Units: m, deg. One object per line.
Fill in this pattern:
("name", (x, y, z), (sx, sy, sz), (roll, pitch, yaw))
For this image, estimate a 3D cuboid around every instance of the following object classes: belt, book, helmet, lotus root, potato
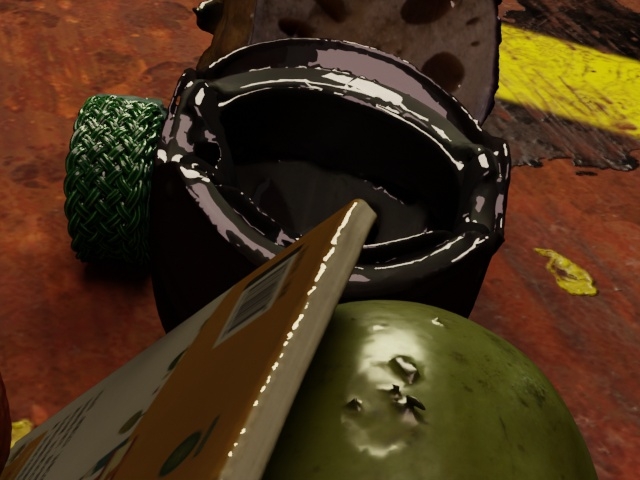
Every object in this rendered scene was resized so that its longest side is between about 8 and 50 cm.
("belt", (-0.138, -0.048, 0.892), (0.079, 0.121, 0.151), (3, 29, -1))
("book", (-0.105, 0.106, 0.561), (0.020, 0.295, 0.208), (46, 33, -14))
("helmet", (0.000, 0.000, 0.792), (0.225, 0.177, 0.305), (13, 30, 1))
("lotus root", (0.000, -0.159, 0.986), (0.272, 0.272, 0.192), (-18, 27, -32))
("potato", (0.029, 0.156, 0.540), (0.216, 0.216, 0.304), (5, 44, -1))

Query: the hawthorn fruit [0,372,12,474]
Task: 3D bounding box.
("hawthorn fruit", (-0.277, 0.107, 0.578), (0.205, 0.205, 0.253), (22, 44, 23))
